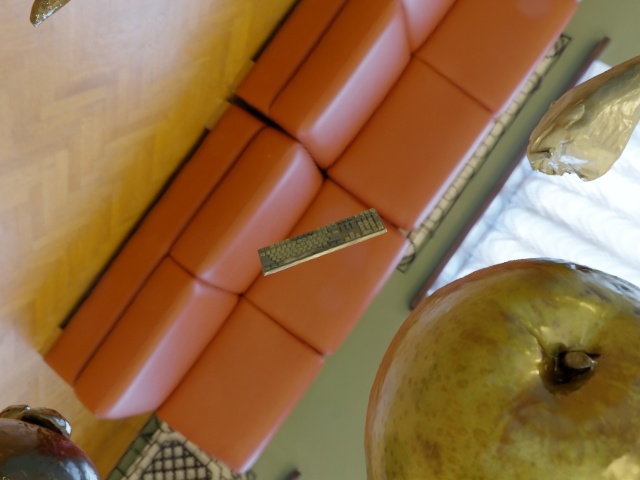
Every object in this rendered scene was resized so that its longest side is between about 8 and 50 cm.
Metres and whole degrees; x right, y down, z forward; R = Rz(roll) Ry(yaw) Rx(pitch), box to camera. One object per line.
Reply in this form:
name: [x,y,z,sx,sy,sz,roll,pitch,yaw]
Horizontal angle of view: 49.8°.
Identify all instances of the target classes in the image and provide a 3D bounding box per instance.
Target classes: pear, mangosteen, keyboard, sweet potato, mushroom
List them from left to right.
mangosteen: [-0.330,0.265,0.692,0.265,0.228,0.228,-101,-149,-55]
sweet potato: [-0.431,-0.490,1.257,0.274,0.067,0.067,-41,162,3]
keyboard: [0.000,0.001,0.947,0.176,0.055,0.014,-20,127,-1]
pear: [0.166,0.155,0.518,0.304,0.304,0.304,-47,160,-22]
mushroom: [0.348,-0.155,0.783,0.278,0.096,0.099,-31,140,-15]
